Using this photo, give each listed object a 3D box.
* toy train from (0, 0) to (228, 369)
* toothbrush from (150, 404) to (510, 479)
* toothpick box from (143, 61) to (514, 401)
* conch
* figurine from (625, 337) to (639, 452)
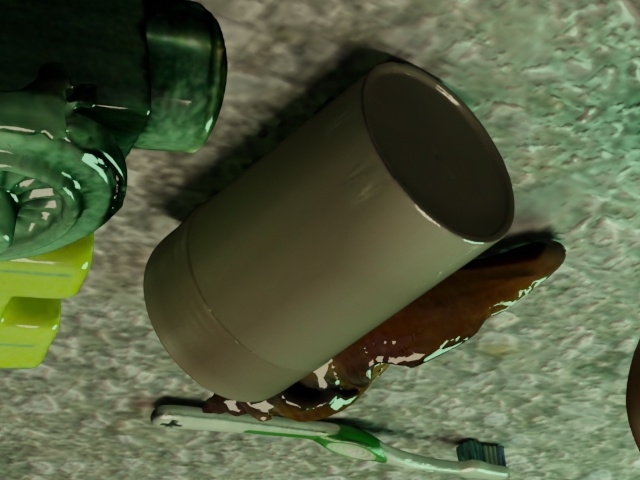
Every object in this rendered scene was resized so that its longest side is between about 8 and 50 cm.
[{"bbox_3d":[-0.269,-0.050,0.541,0.442,0.179,0.272,5,151,-22],"label":"toy train"},{"bbox_3d":[0.016,0.151,1.023,0.304,0.030,0.030,11,142,-27],"label":"toothbrush"},{"bbox_3d":[0.000,0.000,0.720,0.111,0.111,0.181,21,136,-37],"label":"toothpick box"},{"bbox_3d":[0.034,0.047,0.832,0.233,0.086,0.080,-32,101,12],"label":"conch"},{"bbox_3d":[0.309,-0.045,0.605,0.277,0.248,0.388,0,148,-19],"label":"figurine"}]
